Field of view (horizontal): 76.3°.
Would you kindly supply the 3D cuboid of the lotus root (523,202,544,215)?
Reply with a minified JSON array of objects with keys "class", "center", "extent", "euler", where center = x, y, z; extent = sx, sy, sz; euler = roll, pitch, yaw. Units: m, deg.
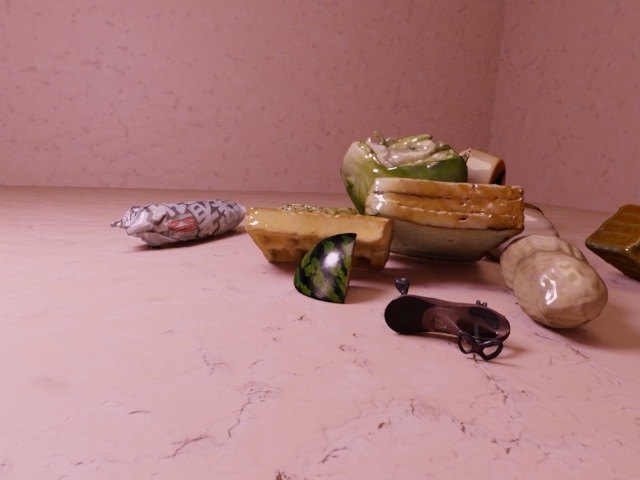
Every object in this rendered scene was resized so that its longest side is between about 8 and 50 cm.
[{"class":"lotus root","center":[0.588,-0.050,1.217],"extent":[0.145,0.129,0.260],"euler":[-7,-1,29]}]

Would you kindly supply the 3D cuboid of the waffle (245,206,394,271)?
[{"class":"waffle","center":[0.000,0.000,0.783],"extent":[0.273,0.057,0.168],"euler":[5,-21,9]}]

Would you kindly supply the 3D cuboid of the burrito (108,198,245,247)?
[{"class":"burrito","center":[-0.339,-0.051,1.045],"extent":[0.138,0.101,0.445],"euler":[12,11,18]}]

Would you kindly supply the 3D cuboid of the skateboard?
[{"class":"skateboard","center":[0.154,0.100,0.499],"extent":[0.151,0.067,0.080],"euler":[10,21,15]}]

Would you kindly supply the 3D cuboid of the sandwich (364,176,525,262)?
[{"class":"sandwich","center":[0.228,-0.034,0.834],"extent":[0.271,0.099,0.301],"euler":[11,-11,10]}]

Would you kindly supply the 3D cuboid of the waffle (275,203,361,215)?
[{"class":"waffle","center":[0.018,-0.086,1.396],"extent":[0.317,0.073,0.297],"euler":[-5,13,-38]}]

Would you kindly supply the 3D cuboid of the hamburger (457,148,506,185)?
[{"class":"hamburger","center":[0.513,-0.171,1.402],"extent":[0.176,0.301,0.300],"euler":[18,17,34]}]

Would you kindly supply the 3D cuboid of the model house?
[{"class":"model house","center":[0.686,0.011,0.791],"extent":[0.239,0.174,0.268],"euler":[3,8,-4]}]

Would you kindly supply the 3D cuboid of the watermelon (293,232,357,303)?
[{"class":"watermelon","center":[0.014,0.055,0.693],"extent":[0.135,0.125,0.094],"euler":[-12,-31,39]}]

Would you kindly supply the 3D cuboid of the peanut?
[{"class":"peanut","center":[0.348,0.056,0.615],"extent":[0.123,0.124,0.256],"euler":[5,11,12]}]

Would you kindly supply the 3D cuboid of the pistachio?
[{"class":"pistachio","center":[0.457,-0.013,0.984],"extent":[0.143,0.144,0.215],"euler":[-8,6,-44]}]

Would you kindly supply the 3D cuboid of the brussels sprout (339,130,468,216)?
[{"class":"brussels sprout","center":[0.235,-0.156,1.213],"extent":[0.371,0.315,0.276],"euler":[22,27,17]}]
